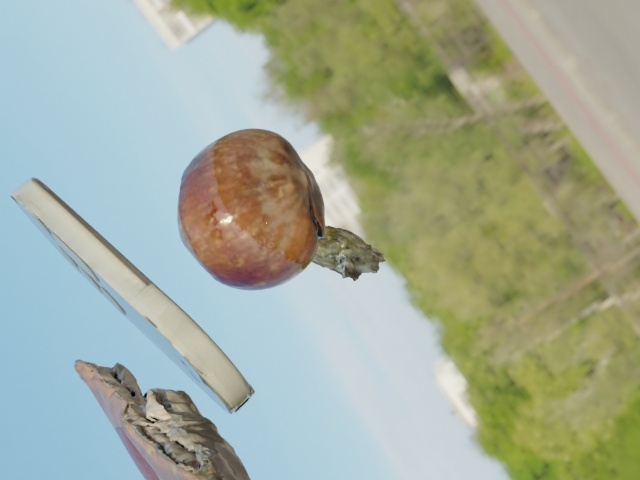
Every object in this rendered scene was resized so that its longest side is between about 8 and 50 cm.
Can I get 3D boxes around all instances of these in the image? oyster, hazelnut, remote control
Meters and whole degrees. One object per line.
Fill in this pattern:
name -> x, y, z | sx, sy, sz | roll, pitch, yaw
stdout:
oyster -> -0.001, 0.003, 1.969 | 0.166, 0.053, 0.108 | 14, -148, -2
hazelnut -> -0.064, -0.030, 1.542 | 0.143, 0.143, 0.154 | 39, -145, -67
remote control -> -0.116, 0.028, 0.967 | 0.245, 0.022, 0.077 | 37, 167, 46

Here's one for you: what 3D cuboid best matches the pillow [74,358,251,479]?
pillow -> -0.068, 0.139, 0.946 | 0.135, 0.049, 0.248 | 58, 167, -20
